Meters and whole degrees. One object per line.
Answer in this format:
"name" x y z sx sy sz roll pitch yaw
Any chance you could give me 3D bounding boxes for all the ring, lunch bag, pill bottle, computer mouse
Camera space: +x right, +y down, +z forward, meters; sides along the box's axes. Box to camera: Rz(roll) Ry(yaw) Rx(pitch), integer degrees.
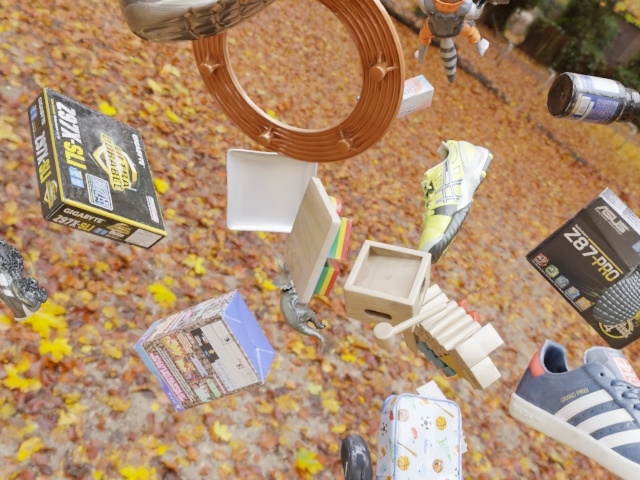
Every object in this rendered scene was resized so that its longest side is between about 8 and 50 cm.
"ring" -0.044 -0.247 0.879 0.336 0.337 0.032 34 50 -2
"lunch bag" 0.280 0.584 1.693 0.243 0.115 0.304 15 67 -20
"pill bottle" 0.740 -0.378 1.660 0.219 0.123 0.123 6 35 -14
"computer mouse" 0.153 0.739 1.901 0.184 0.060 0.262 10 68 -19

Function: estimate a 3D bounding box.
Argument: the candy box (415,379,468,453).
"candy box" 0.394 0.581 1.989 0.165 0.070 0.196 57 -9 54

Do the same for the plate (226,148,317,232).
"plate" -0.156 -0.156 1.941 0.277 0.278 0.045 3 29 -4

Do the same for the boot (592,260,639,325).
"boot" 0.778 0.125 1.521 0.083 0.246 0.161 44 4 26

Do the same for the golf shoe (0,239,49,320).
"golf shoe" -0.654 0.081 1.275 0.198 0.094 0.077 49 20 18

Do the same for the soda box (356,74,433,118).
"soda box" 0.178 -0.333 1.477 0.183 0.063 0.058 -22 58 -13

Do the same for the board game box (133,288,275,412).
"board game box" -0.312 0.304 1.683 0.232 0.291 0.141 62 20 -17

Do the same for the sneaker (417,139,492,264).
"sneaker" 0.323 -0.103 1.622 0.147 0.145 0.385 25 62 8

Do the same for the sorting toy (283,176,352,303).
"sorting toy" 0.000 0.000 1.665 0.089 0.256 0.257 11 28 -21

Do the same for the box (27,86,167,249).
"box" -0.486 -0.153 1.338 0.257 0.079 0.322 21 39 -50

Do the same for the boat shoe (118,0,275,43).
"boat shoe" -0.067 -0.320 0.642 0.355 0.132 0.130 -37 103 -29

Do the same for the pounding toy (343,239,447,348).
"pounding toy" 0.134 0.118 1.087 0.181 0.094 0.206 12 48 18

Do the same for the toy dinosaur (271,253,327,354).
"toy dinosaur" -0.071 0.206 1.877 0.160 0.121 0.314 8 64 -42

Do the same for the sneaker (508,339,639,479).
"sneaker" 0.408 0.227 0.814 0.131 0.148 0.350 21 -2 -34

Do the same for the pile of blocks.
"pile of blocks" 0.231 0.158 1.199 0.112 0.149 0.362 -30 42 -17

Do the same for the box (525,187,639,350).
"box" 0.861 0.092 1.816 0.395 0.318 0.097 49 42 11

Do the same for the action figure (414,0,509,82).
"action figure" 0.371 -0.561 1.559 0.341 0.179 0.330 9 -15 17
